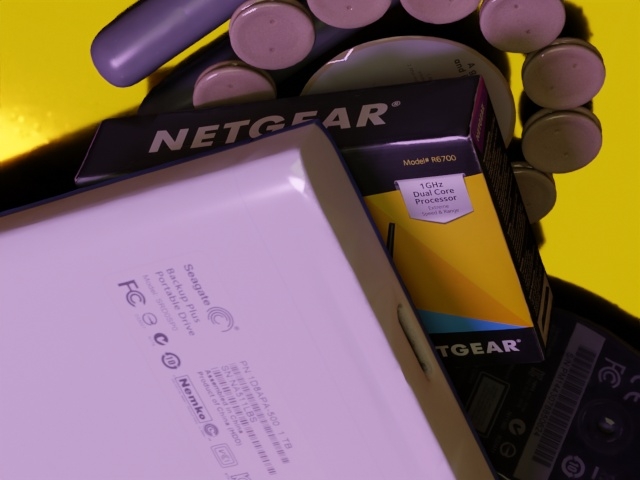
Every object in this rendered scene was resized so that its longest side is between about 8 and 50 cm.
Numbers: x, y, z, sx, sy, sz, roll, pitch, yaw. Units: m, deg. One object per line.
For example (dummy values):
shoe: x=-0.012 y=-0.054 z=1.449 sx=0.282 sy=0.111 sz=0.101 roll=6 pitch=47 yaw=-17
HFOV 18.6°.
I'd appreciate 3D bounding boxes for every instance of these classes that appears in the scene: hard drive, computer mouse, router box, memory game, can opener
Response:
hard drive: x=-0.099 y=0.081 z=0.876 sx=0.319 sy=0.040 sz=0.210 roll=-15 pitch=115 yaw=26
computer mouse: x=0.150 y=0.144 z=0.891 sx=0.262 sy=0.060 sz=0.184 roll=20 pitch=65 yaw=0
router box: x=0.000 y=0.000 z=0.858 sx=0.179 sy=0.046 sz=0.133 roll=-6 pitch=131 yaw=20
memory game: x=0.035 y=-0.056 z=0.864 sx=0.186 sy=0.012 sz=0.186 roll=-1 pitch=135 yaw=-1
can opener: x=0.021 y=-0.135 z=0.852 sx=0.280 sy=0.093 sz=0.074 roll=-31 pitch=102 yaw=17
